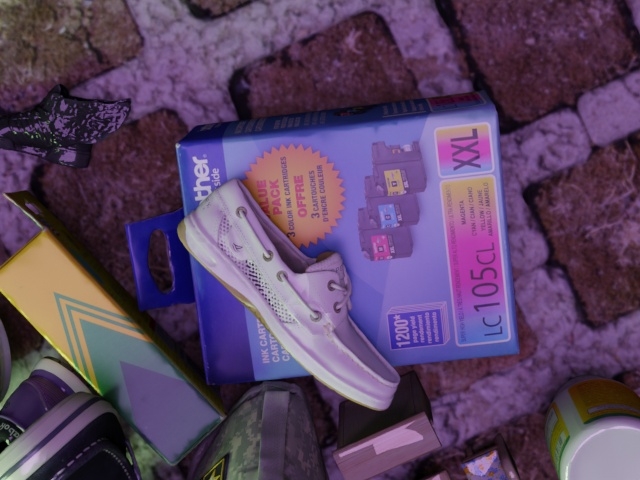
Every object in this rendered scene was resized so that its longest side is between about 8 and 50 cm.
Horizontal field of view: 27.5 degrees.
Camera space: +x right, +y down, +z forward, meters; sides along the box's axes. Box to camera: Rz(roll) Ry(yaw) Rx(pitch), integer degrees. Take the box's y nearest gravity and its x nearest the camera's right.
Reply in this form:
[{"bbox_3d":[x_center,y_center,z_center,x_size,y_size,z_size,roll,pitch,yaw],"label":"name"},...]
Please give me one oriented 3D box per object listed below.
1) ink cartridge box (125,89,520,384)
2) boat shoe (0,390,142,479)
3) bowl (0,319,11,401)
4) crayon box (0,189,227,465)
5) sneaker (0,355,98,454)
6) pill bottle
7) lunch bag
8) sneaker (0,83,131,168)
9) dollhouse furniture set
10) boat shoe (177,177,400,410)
[{"bbox_3d":[0.000,0.000,1.403,0.396,0.151,0.269,-6,101,5],"label":"ink cartridge box"},{"bbox_3d":[-0.239,0.316,1.334,0.156,0.500,0.187,37,58,19],"label":"boat shoe"},{"bbox_3d":[-0.431,0.130,1.419,0.298,0.134,0.297,13,109,42],"label":"bowl"},{"bbox_3d":[-0.239,0.085,1.396,0.081,0.202,0.318,-43,96,-3],"label":"crayon box"},{"bbox_3d":[-0.323,0.236,1.404,0.107,0.124,0.283,35,145,10],"label":"sneaker"},{"bbox_3d":[0.303,0.215,1.399,0.118,0.208,0.117,0,100,2],"label":"pill bottle"},{"bbox_3d":[-0.065,0.318,1.370,0.169,0.235,0.287,3,127,1],"label":"lunch bag"},{"bbox_3d":[-0.300,-0.135,1.437,0.170,0.051,0.089,16,101,-6],"label":"sneaker"},{"bbox_3d":[0.114,0.290,1.444,0.212,0.161,0.242,-25,99,6],"label":"dollhouse furniture set"},{"bbox_3d":[-0.013,0.051,1.287,0.277,0.098,0.096,43,101,-5],"label":"boat shoe"}]
